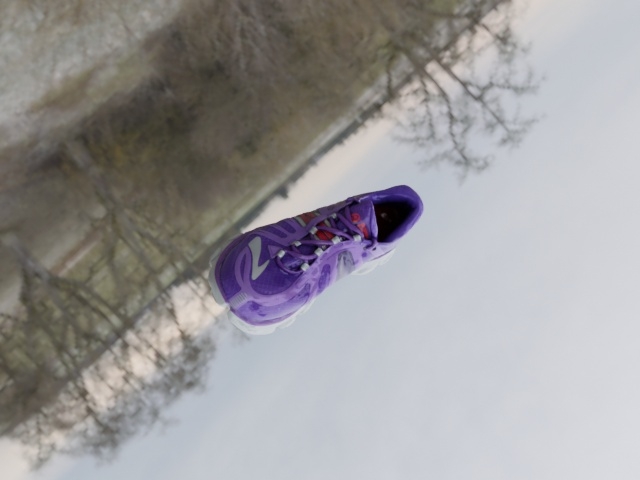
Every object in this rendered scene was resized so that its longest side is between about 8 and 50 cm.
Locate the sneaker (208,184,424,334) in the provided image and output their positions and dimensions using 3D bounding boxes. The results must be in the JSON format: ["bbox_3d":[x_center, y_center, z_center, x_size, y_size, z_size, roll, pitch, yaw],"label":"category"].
[{"bbox_3d":[0.000,0.000,0.643,0.170,0.068,0.071,-30,174,-38],"label":"sneaker"}]
